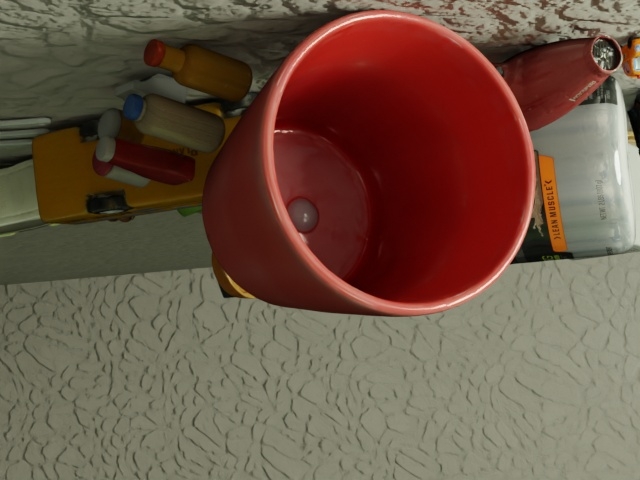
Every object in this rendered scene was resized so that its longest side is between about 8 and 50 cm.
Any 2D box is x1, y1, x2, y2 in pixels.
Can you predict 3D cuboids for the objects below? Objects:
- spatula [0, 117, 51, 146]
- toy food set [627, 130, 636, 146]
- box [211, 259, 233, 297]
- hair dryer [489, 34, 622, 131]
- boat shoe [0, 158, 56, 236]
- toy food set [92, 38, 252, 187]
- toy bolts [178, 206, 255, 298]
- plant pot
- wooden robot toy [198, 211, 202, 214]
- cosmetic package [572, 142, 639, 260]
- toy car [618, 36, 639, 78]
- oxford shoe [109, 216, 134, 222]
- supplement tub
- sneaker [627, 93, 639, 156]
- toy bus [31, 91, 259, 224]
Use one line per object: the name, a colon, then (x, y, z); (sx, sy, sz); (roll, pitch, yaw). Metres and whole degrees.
spatula: (-0.432, -0.120, 1.394); (0.242, 0.019, 0.168); (-3, 174, -4)
toy food set: (0.435, -0.146, 1.755); (0.082, 0.020, 0.083); (-6, 175, 20)
box: (0.009, -0.012, 1.920); (0.321, 0.079, 0.257); (-5, -151, 15)
hair dryer: (0.155, -0.153, 1.165); (0.293, 0.080, 0.223); (-7, 173, 26)
boat shoe: (-0.456, -0.053, 1.603); (0.304, 0.109, 0.091); (-8, 170, -2)
toy food set: (-0.178, -0.119, 1.149); (0.104, 0.111, 0.232); (16, 164, -37)
toy bolts: (-0.052, -0.053, 1.561); (0.158, 0.218, 0.228); (-19, -175, 38)
plant pot: (0.022, -0.047, 1.096); (0.274, 0.275, 0.243); (-1, 170, -27)
wooden robot toy: (-0.122, -0.071, 1.893); (0.173, 0.076, 0.079); (-3, 164, -13)
cosmetic package: (0.370, -0.066, 1.706); (0.183, 0.152, 0.151); (14, 165, -37)
toy car: (0.356, -0.183, 1.198); (0.122, 0.041, 0.060); (-1, 174, -26)
oxford shoe: (-0.284, -0.068, 1.754); (0.076, 0.076, 0.212); (0, 172, -21)
supplement tub: (0.187, -0.072, 1.363); (0.337, 0.207, 0.207); (-6, 174, 17)
sneaker: (0.445, -0.145, 1.488); (0.087, 0.083, 0.221); (-13, 177, 9)
toy bus: (-0.174, -0.091, 1.372); (0.332, 0.108, 0.130); (-8, 175, 17)
